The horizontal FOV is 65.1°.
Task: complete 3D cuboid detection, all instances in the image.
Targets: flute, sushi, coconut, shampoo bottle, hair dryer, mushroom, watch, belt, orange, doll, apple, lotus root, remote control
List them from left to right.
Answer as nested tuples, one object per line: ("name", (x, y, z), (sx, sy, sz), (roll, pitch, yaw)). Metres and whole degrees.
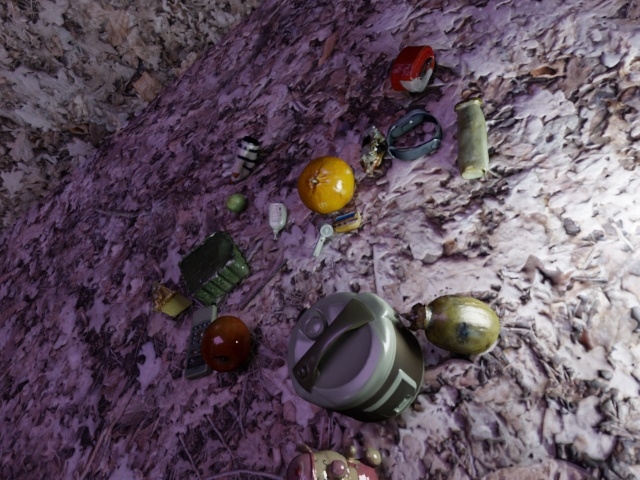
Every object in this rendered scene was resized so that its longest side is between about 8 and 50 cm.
("remote control", (-0.460, 0.386, 1.934), (0.124, 0.038, 0.285), (-19, 53, 26))
("apple", (-0.332, 0.365, 1.769), (0.181, 0.181, 0.168), (-33, 26, 14))
("coconut", (-0.368, -0.163, 2.183), (0.088, 0.096, 0.087), (3, 100, 17))
("flute", (-0.215, 0.167, 1.913), (0.269, 0.014, 0.014), (-48, 47, 1))
("shampoo bottle", (-0.175, -0.072, 2.004), (0.077, 0.045, 0.151), (-2, 70, 9))
("hair dryer", (0.000, 0.000, 1.838), (0.082, 0.047, 0.137), (-133, 63, -76))
("orange", (0.019, -0.209, 1.867), (0.220, 0.193, 0.219), (-6, 64, 13))
("doll", (0.041, 0.618, 1.282), (0.196, 0.256, 0.152), (-135, 61, -68))
("sushi", (0.199, -0.348, 1.883), (0.097, 0.103, 0.225), (0, 64, 17))
("watch", (0.335, -0.378, 1.826), (0.207, 0.068, 0.192), (-29, 49, 15))
("belt", (0.364, -0.661, 1.937), (0.124, 0.128, 0.200), (14, 71, 41))
("lotus root", (0.347, 0.216, 1.324), (0.154, 0.278, 0.153), (-165, 90, -75))
("mushroom", (0.505, -0.347, 1.678), (0.100, 0.081, 0.311), (-14, 60, 32))

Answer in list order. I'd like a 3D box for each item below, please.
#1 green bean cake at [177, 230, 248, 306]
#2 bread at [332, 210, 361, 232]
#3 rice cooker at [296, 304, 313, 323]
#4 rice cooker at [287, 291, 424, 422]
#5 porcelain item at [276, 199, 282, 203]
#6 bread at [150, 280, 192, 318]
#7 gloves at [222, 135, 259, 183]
("green bean cake", (-0.427, 0.104, 2.023), (0.255, 0.132, 0.241), (-41, 42, 1))
("bread", (0.094, -0.062, 1.811), (0.106, 0.053, 0.072), (-19, 30, 22))
("rice cooker", (0.004, 0.274, 1.591), (0.112, 0.165, 0.106), (-55, 36, 4))
("rice cooker", (0.099, 0.320, 1.379), (0.336, 0.325, 0.334), (-18, 54, 26))
("porcelain item", (-0.183, -0.126, 2.061), (0.036, 0.028, 0.083), (11, 71, 37))
("bread", (-0.622, 0.229, 2.073), (0.127, 0.147, 0.152), (-38, 50, 7))
("gloves", (-0.357, -0.358, 2.283), (0.140, 0.132, 0.218), (45, 123, 42))
